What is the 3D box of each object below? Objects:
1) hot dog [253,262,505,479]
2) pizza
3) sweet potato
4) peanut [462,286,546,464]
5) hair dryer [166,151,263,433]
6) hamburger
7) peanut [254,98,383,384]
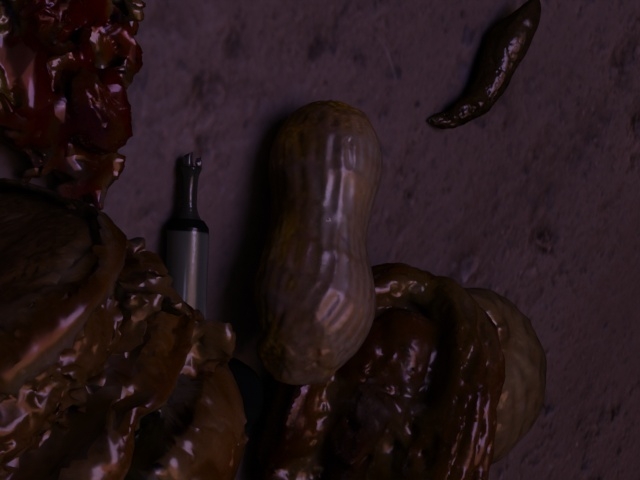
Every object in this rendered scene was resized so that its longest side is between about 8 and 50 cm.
[{"bbox_3d":[0.046,0.145,0.909,0.114,0.175,0.259,13,86,-71],"label":"hot dog"},{"bbox_3d":[-0.150,-0.109,0.724,0.201,0.053,0.193,-48,129,-29],"label":"pizza"},{"bbox_3d":[0.146,-0.145,1.043,0.041,0.038,0.153,42,75,-19],"label":"sweet potato"},{"bbox_3d":[0.121,0.115,1.014,0.140,0.109,0.159,-22,115,-45],"label":"peanut"},{"bbox_3d":[-0.086,0.039,0.830,0.100,0.057,0.198,2,91,-48],"label":"hair dryer"},{"bbox_3d":[-0.160,0.089,0.639,0.211,0.245,0.260,61,17,-24],"label":"hamburger"},{"bbox_3d":[0.000,0.000,0.864,0.087,0.087,0.207,20,72,-47],"label":"peanut"}]
